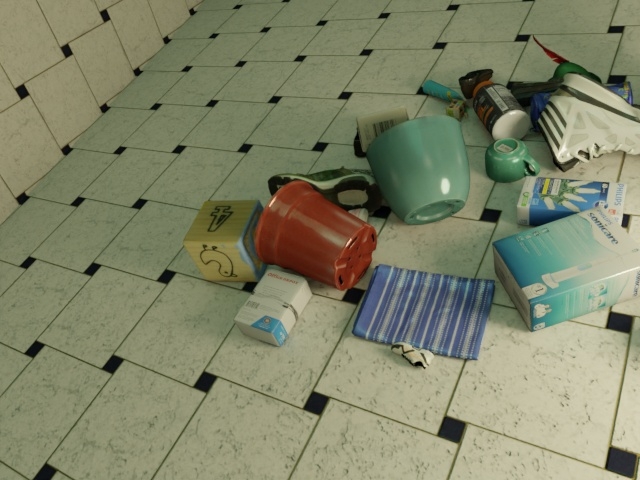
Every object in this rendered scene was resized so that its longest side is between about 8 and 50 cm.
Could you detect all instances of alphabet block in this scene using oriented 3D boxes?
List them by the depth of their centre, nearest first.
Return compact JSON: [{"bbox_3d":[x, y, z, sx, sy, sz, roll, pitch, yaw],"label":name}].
[{"bbox_3d":[-0.275,0.000,1.729,0.197,0.192,0.193,0,46,22],"label":"alphabet block"}]

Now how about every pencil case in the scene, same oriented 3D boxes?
[{"bbox_3d":[0.820,-0.423,1.753,0.306,0.120,0.133,-4,18,18],"label":"pencil case"}]

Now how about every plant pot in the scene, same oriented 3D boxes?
[{"bbox_3d":[0.000,0.000,1.586,0.265,0.272,0.272,27,61,30],"label":"plant pot"},{"bbox_3d":[0.302,-0.185,1.621,0.292,0.293,0.235,-15,72,7],"label":"plant pot"}]

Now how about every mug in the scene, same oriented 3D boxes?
[{"bbox_3d":[0.587,-0.256,1.701,0.157,0.097,0.130,-4,46,19],"label":"mug"}]

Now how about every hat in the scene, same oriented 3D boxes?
[{"bbox_3d":[0.841,-0.594,1.867,0.208,0.184,0.173,-8,46,15],"label":"hat"}]

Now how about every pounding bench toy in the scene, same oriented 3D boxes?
[{"bbox_3d":[0.500,-0.462,1.969,0.083,0.052,0.065,20,57,35],"label":"pounding bench toy"}]

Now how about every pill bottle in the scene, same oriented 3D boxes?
[{"bbox_3d":[0.593,-0.439,1.855,0.130,0.130,0.246,-17,43,5],"label":"pill bottle"}]

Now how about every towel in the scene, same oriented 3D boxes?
[{"bbox_3d":[0.268,0.176,1.452,0.335,0.040,0.243,7,52,27],"label":"towel"}]

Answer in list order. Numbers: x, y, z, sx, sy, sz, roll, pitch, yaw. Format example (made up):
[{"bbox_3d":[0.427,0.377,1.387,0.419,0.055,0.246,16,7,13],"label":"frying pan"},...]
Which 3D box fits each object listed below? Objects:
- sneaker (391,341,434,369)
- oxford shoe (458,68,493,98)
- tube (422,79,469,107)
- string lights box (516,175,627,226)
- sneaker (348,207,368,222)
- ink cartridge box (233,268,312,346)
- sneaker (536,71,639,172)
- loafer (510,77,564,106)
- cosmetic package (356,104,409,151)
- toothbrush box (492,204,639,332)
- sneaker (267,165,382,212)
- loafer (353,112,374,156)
[{"bbox_3d":[0.222,0.283,1.364,0.109,0.040,0.044,12,55,31],"label":"sneaker"},{"bbox_3d":[0.573,-0.573,2.035,0.082,0.096,0.227,4,29,42],"label":"oxford shoe"},{"bbox_3d":[0.465,-0.545,2.055,0.052,0.080,0.207,-57,42,8],"label":"tube"},{"bbox_3d":[0.688,-0.099,1.524,0.259,0.077,0.133,8,50,28],"label":"string lights box"},{"bbox_3d":[0.097,-0.041,1.717,0.070,0.051,0.134,4,61,33],"label":"sneaker"},{"bbox_3d":[-0.132,0.187,1.566,0.139,0.082,0.191,13,52,31],"label":"ink cartridge box"},{"bbox_3d":[0.841,-0.274,1.612,0.447,0.169,0.258,38,107,21],"label":"sneaker"},{"bbox_3d":[0.768,-0.514,1.851,0.267,0.096,0.084,-3,76,32],"label":"loafer"},{"bbox_3d":[0.219,-0.348,1.802,0.160,0.113,0.309,-12,4,11],"label":"cosmetic package"},{"bbox_3d":[0.607,0.065,1.361,0.295,0.126,0.216,-20,43,3],"label":"toothbrush box"},{"bbox_3d":[0.026,-0.179,1.844,0.410,0.158,0.182,5,34,20],"label":"sneaker"},{"bbox_3d":[0.175,-0.400,2.018,0.080,0.078,0.220,2,49,23],"label":"loafer"}]
